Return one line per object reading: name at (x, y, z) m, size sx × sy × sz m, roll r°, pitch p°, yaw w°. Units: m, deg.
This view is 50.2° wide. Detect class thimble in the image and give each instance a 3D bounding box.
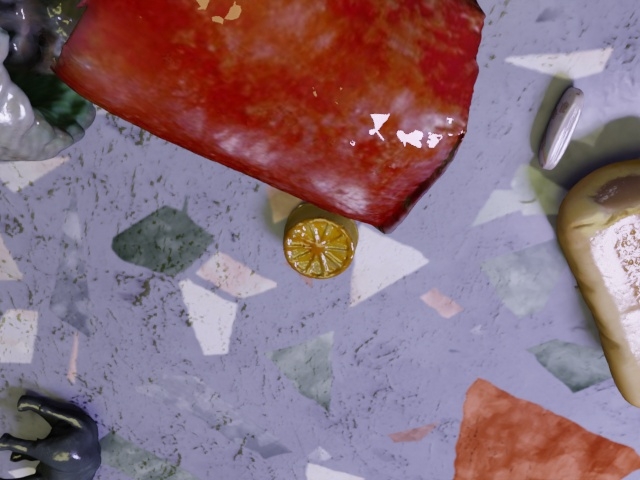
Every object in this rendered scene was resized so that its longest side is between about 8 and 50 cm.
thimble at (-0.281, -0.166, 0.548) m, size 0.150 × 0.219 × 0.219 m, roll 0°, pitch 122°, yaw 5°

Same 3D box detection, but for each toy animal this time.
toy animal at (-0.374, 0.326, 0.947) m, size 0.137 × 0.082 × 0.269 m, roll 11°, pitch 122°, yaw -2°

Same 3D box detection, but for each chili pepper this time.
chili pepper at (-0.026, -0.164, 0.553) m, size 0.305 × 0.229 × 0.251 m, roll 23°, pitch 131°, yaw -22°

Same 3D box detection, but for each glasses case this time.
glasses case at (0.233, -0.108, 0.663) m, size 0.021 × 0.032 × 0.083 m, roll 13°, pitch 123°, yaw -1°

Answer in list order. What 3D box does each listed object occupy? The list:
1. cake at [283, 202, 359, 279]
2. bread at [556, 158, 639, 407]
cake at (0.000, 0.000, 0.739) m, size 0.084 × 0.044 × 0.084 m, roll 2°, pitch 121°, yaw 3°
bread at (0.349, 0.053, 0.723) m, size 0.142 × 0.091 × 0.305 m, roll -17°, pitch 120°, yaw 22°
